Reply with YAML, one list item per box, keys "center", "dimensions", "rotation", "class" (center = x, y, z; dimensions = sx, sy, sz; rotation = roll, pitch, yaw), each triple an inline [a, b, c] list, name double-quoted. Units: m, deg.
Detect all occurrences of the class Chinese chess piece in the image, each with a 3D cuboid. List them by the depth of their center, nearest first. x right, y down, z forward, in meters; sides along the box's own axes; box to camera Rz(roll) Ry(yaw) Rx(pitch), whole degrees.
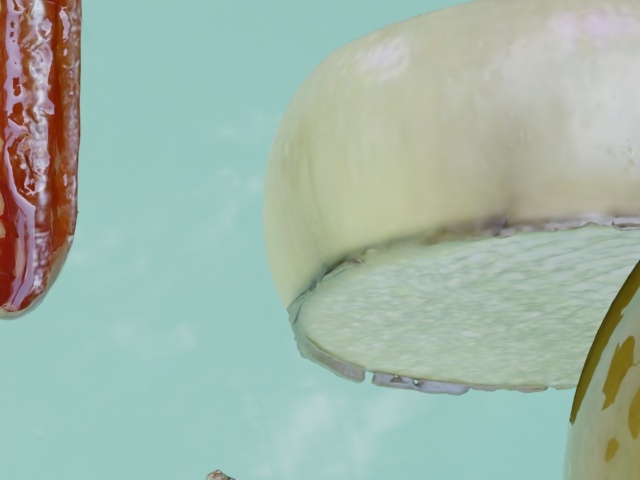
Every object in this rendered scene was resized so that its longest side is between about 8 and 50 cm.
- center: [0.109, -0.012, 0.883]
  dimensions: [0.270, 0.270, 0.112]
  rotation: [9, 69, -31]
  class: "Chinese chess piece"

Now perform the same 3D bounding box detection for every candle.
- center: [-0.097, -0.138, 0.622]
  dimensions: [0.048, 0.051, 0.329]
  rotation: [4, 102, 10]
  class: "candle"

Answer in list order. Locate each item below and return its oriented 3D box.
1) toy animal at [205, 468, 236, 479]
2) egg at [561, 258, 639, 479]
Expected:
- center: [0.004, 0.301, 1.797]
  dimensions: [0.255, 0.114, 0.116]
  rotation: [11, 52, 16]
  class: "toy animal"
- center: [0.228, 0.069, 0.590]
  dimensions: [0.322, 0.250, 0.250]
  rotation: [-10, 85, -23]
  class: "egg"
